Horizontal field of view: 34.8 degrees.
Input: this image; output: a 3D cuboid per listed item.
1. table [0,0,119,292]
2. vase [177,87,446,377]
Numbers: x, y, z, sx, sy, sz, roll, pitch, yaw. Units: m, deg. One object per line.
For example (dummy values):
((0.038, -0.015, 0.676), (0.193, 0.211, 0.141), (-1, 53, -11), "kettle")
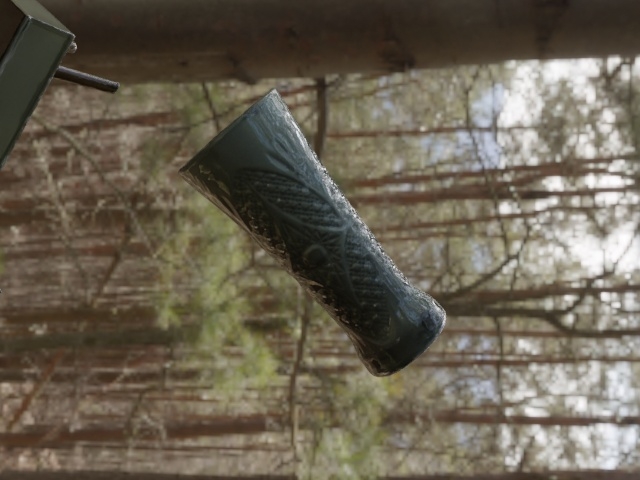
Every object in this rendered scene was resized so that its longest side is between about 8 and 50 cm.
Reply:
((-0.250, -0.064, 0.735), (0.111, 0.121, 0.240), (17, 110, -51), "table")
((0.000, 0.000, 0.764), (0.219, 0.096, 0.096), (50, 18, -8), "vase")
